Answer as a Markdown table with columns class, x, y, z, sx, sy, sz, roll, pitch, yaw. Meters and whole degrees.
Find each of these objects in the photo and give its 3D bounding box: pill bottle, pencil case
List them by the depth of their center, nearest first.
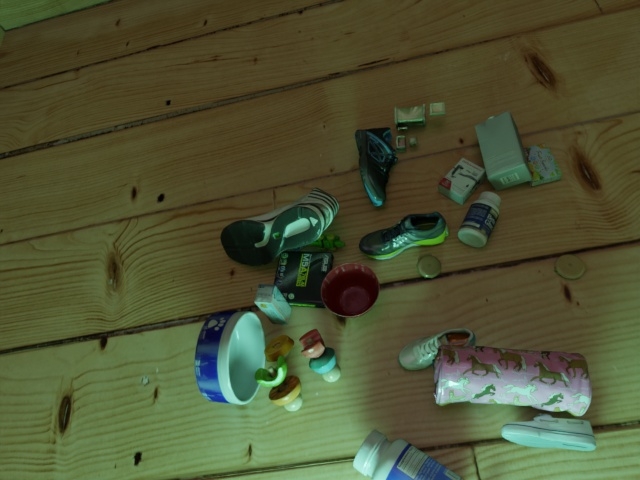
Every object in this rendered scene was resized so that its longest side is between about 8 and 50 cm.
| class | x | y | z | sx | sy | sz | roll | pitch | yaw |
| --- | --- | --- | --- | --- | --- | --- | --- | --- | --- |
| pill bottle | 0.223 | 0.602 | 1.253 | 0.272 | 0.152 | 0.152 | 26 | 70 | 26 |
| pencil case | 0.491 | 0.361 | 1.294 | 0.386 | 0.167 | 0.160 | 1 | 72 | 9 |
| pill bottle | 0.514 | -0.070 | 1.592 | 0.094 | 0.094 | 0.169 | 21 | 69 | 24 |

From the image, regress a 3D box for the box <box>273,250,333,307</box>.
| class | x | y | z | sx | sy | sz | roll | pitch | yaw |
| --- | --- | --- | --- | --- | --- | --- | --- | --- | --- |
| box | -0.059 | 0.126 | 1.659 | 0.184 | 0.045 | 0.190 | 2 | 62 | 18 |

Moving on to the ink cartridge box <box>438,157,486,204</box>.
| class | x | y | z | sx | sy | sz | roll | pitch | yaw |
| --- | --- | --- | --- | --- | --- | --- | --- | --- | --- |
| ink cartridge box | 0.483 | -0.203 | 1.698 | 0.099 | 0.056 | 0.135 | 36 | 76 | 29 |

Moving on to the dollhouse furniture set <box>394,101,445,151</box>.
| class | x | y | z | sx | sy | sz | roll | pitch | yaw |
| --- | --- | --- | --- | --- | --- | --- | --- | --- | --- |
| dollhouse furniture set | 0.371 | -0.411 | 1.846 | 0.182 | 0.101 | 0.161 | -2 | 85 | 13 |

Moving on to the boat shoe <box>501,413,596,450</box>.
| class | x | y | z | sx | sy | sz | roll | pitch | yaw |
| --- | --- | --- | --- | --- | --- | --- | --- | --- | --- |
| boat shoe | 0.580 | 0.485 | 1.280 | 0.226 | 0.083 | 0.075 | 8 | 51 | 5 |

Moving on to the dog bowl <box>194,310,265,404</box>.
| class | x | y | z | sx | sy | sz | roll | pitch | yaw |
| --- | --- | --- | --- | --- | --- | --- | --- | --- | --- |
| dog bowl | -0.258 | 0.339 | 1.460 | 0.104 | 0.265 | 0.265 | -1 | 61 | 17 |

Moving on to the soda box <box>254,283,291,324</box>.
| class | x | y | z | sx | sy | sz | roll | pitch | yaw |
| --- | --- | --- | --- | --- | --- | --- | --- | --- | --- |
| soda box | -0.145 | 0.202 | 1.556 | 0.058 | 0.183 | 0.063 | 2 | 61 | 16 |

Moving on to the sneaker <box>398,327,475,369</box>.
| class | x | y | z | sx | sy | sz | roll | pitch | yaw |
| --- | --- | --- | --- | --- | --- | --- | --- | --- | --- |
| sneaker | 0.330 | 0.303 | 1.430 | 0.229 | 0.092 | 0.087 | -21 | 60 | 4 |

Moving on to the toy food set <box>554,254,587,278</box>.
| class | x | y | z | sx | sy | sz | roll | pitch | yaw |
| --- | --- | --- | --- | --- | --- | --- | --- | --- | --- |
| toy food set | 0.747 | 0.077 | 1.492 | 0.083 | 0.020 | 0.082 | -45 | 60 | -12 |

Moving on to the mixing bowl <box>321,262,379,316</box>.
| class | x | y | z | sx | sy | sz | roll | pitch | yaw |
| --- | --- | --- | --- | --- | --- | --- | --- | --- | --- |
| mixing bowl | 0.100 | 0.170 | 1.561 | 0.181 | 0.098 | 0.181 | -6 | 61 | 11 |

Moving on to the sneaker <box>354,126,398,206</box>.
| class | x | y | z | sx | sy | sz | roll | pitch | yaw |
| --- | --- | --- | --- | --- | --- | --- | --- | --- | --- |
| sneaker | 0.207 | -0.277 | 1.771 | 0.140 | 0.125 | 0.340 | -11 | 59 | 9 |

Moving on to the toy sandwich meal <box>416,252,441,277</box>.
| class | x | y | z | sx | sy | sz | roll | pitch | yaw |
| --- | --- | --- | --- | --- | --- | --- | --- | --- | --- |
| toy sandwich meal | 0.344 | 0.083 | 1.590 | 0.086 | 0.029 | 0.085 | -1 | 66 | 3 |

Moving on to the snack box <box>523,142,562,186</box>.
| class | x | y | z | sx | sy | sz | roll | pitch | yaw |
| --- | --- | --- | --- | --- | --- | --- | --- | --- | --- |
| snack box | 0.732 | -0.255 | 1.674 | 0.100 | 0.037 | 0.141 | -15 | 58 | 6 |

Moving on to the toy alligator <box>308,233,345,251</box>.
| class | x | y | z | sx | sy | sz | roll | pitch | yaw |
| --- | --- | --- | --- | --- | --- | --- | --- | --- | --- |
| toy alligator | 0.000 | 0.000 | 1.712 | 0.190 | 0.056 | 0.051 | 2 | 32 | 22 |

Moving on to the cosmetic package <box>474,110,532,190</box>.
| class | x | y | z | sx | sy | sz | roll | pitch | yaw |
| --- | --- | --- | --- | --- | --- | --- | --- | --- | --- |
| cosmetic package | 0.613 | -0.303 | 1.677 | 0.127 | 0.107 | 0.238 | -19 | 54 | 30 |

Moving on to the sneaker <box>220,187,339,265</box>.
| class | x | y | z | sx | sy | sz | roll | pitch | yaw |
| --- | --- | --- | --- | --- | --- | --- | --- | --- | --- |
| sneaker | -0.122 | -0.049 | 1.723 | 0.448 | 0.169 | 0.257 | -14 | 14 | 35 |

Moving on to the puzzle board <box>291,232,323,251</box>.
| class | x | y | z | sx | sy | sz | roll | pitch | yaw |
| --- | --- | --- | --- | --- | --- | --- | --- | --- | --- |
| puzzle board | -0.066 | -0.022 | 1.764 | 0.128 | 0.011 | 0.096 | -34 | 59 | -6 |

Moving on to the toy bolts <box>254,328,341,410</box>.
| class | x | y | z | sx | sy | sz | roll | pitch | yaw |
| --- | --- | --- | --- | --- | --- | --- | --- | --- | --- |
| toy bolts | -0.054 | 0.378 | 1.493 | 0.228 | 0.158 | 0.218 | -30 | 17 | 8 |

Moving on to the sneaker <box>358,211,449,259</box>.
| class | x | y | z | sx | sy | sz | roll | pitch | yaw |
| --- | --- | --- | --- | --- | --- | --- | --- | --- | --- |
| sneaker | 0.266 | -0.029 | 1.617 | 0.300 | 0.121 | 0.111 | -18 | 58 | 4 |
